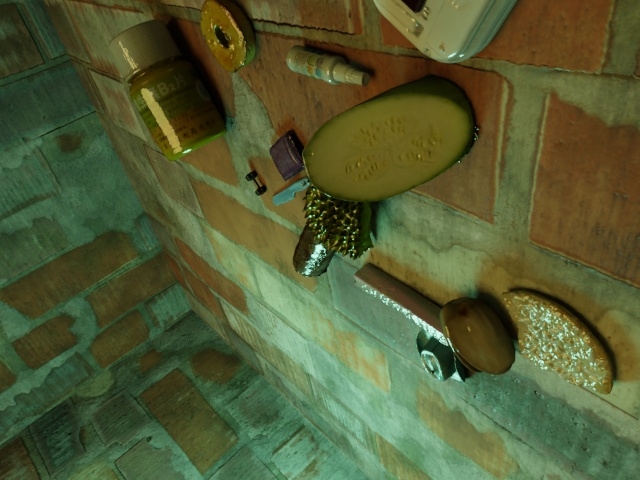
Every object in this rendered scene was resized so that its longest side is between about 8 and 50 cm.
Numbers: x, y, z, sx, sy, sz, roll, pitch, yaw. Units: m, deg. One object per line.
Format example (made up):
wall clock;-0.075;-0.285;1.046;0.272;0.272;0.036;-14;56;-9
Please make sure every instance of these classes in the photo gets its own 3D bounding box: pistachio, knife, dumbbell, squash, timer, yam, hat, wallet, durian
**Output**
pistachio;0.349;0.216;1.086;0.206;0.131;0.129;55;162;-12
knife;-0.094;-0.149;1.507;0.044;0.019;0.313;56;155;-9
dumbbell;-0.216;-0.191;1.629;0.083;0.036;0.040;57;151;-4
squash;0.125;-0.165;0.860;0.189;0.260;0.189;39;148;31
timer;0.176;-0.400;0.693;0.237;0.087;0.262;48;152;13
yam;-0.002;0.000;1.410;0.131;0.131;0.279;48;151;13
hat;0.320;0.327;1.315;0.138;0.078;0.191;0;121;56
wallet;-0.093;-0.238;1.380;0.111;0.030;0.166;57;154;-7
durian;0.060;-0.075;1.162;0.158;0.169;0.352;27;147;24

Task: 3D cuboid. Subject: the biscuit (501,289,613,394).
biscuit;0.468;0.202;0.974;0.265;0.040;0.188;49;153;13

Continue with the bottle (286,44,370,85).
bottle;0.016;-0.364;1.025;0.217;0.060;0.060;34;147;37

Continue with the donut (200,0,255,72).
donut;-0.231;-0.527;1.235;0.162;0.065;0.178;-1;119;53

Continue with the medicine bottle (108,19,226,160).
medicine bottle;-0.478;-0.466;1.527;0.224;0.224;0.384;-1;119;59

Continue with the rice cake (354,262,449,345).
rice cake;0.222;0.159;1.294;0.365;0.073;0.056;34;149;39
